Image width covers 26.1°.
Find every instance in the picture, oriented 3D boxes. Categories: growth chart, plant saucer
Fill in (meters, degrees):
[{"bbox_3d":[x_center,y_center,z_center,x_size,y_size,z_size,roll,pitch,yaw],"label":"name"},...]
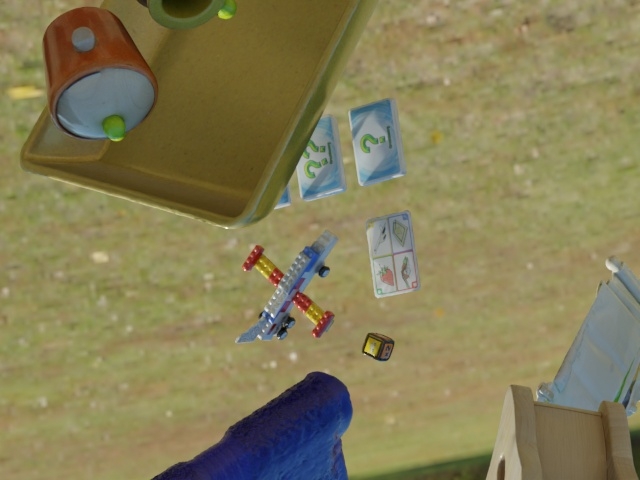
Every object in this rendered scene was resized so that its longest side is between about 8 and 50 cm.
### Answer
[{"bbox_3d":[0.297,0.138,1.455,0.021,0.237,0.172,7,144,44],"label":"growth chart"},{"bbox_3d":[-0.098,-0.169,1.339,0.333,0.333,0.081,16,163,41],"label":"plant saucer"}]

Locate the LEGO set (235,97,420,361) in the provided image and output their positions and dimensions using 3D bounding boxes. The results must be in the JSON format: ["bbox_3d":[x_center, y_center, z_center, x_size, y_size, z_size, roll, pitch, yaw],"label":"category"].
[{"bbox_3d":[0.000,0.000,1.310,0.182,0.244,0.060,-13,169,31],"label":"LEGO set"}]

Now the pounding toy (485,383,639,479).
[{"bbox_3d":[0.171,0.237,0.932,0.155,0.269,0.154,10,-163,-4],"label":"pounding toy"}]

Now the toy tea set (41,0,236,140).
[{"bbox_3d":[-0.217,-0.188,1.106,0.200,0.124,0.336,-41,143,25],"label":"toy tea set"}]

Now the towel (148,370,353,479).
[{"bbox_3d":[-0.109,0.247,1.199,0.308,0.076,0.228,-31,146,-24],"label":"towel"}]
